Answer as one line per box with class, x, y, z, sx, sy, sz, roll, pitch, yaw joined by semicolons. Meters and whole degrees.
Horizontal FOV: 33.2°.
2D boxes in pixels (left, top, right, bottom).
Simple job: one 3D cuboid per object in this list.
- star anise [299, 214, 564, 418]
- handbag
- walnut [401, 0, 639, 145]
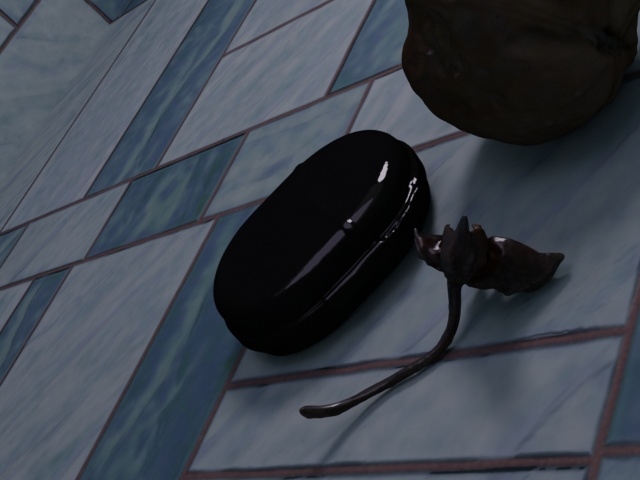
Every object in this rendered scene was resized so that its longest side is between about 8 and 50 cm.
star anise;0.097;0.087;1.015;0.219;0.148;0.227;14;90;25
handbag;-0.001;-0.001;1.267;0.308;0.093;0.254;-47;26;1
walnut;0.205;-0.231;1.127;0.227;0.273;0.273;-22;15;-28
